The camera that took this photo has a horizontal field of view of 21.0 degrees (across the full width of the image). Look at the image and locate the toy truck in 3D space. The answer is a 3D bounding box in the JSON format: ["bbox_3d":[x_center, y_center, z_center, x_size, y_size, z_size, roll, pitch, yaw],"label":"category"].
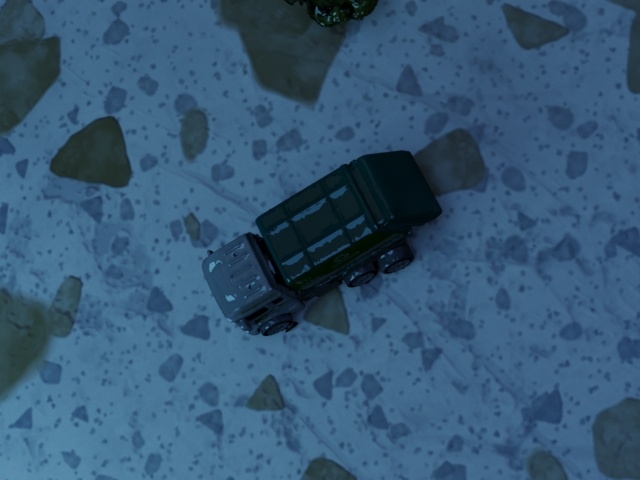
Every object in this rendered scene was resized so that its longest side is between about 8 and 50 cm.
[{"bbox_3d":[0.000,0.000,1.798,0.253,0.124,0.114,-30,72,10],"label":"toy truck"}]

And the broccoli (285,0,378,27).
[{"bbox_3d":[0.005,-0.289,1.836,0.130,0.120,0.131,5,121,45],"label":"broccoli"}]
